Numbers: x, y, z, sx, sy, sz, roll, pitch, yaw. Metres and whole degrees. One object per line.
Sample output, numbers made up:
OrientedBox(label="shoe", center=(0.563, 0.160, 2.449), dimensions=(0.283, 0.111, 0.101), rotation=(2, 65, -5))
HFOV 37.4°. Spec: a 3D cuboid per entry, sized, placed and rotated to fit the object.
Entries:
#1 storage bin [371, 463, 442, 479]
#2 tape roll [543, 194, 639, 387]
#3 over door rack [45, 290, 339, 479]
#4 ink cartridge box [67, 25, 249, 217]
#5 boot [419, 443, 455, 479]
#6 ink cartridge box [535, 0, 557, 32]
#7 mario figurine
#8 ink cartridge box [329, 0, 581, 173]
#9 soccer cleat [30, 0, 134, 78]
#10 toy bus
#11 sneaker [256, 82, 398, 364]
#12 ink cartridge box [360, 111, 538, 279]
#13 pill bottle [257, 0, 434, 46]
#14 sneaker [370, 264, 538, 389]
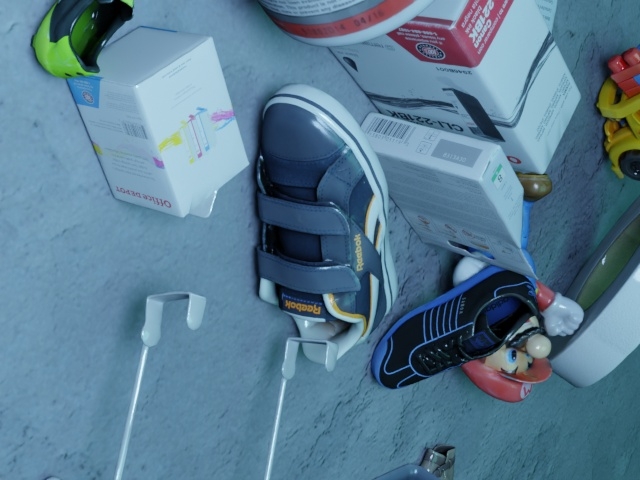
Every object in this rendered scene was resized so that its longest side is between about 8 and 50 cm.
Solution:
OrientedBox(label="storage bin", center=(0.113, 0.380, 1.286), dimensions=(0.135, 0.098, 0.091), rotation=(-10, 121, -49))
OrientedBox(label="tape roll", center=(0.472, 0.051, 1.447), dimensions=(0.392, 0.072, 0.392), rotation=(-55, 175, -8))
OrientedBox(label="over door rack", center=(-0.130, 0.216, 0.902), dimensions=(0.239, 0.108, 0.324), rotation=(25, 83, -53))
OrientedBox(label="ink cartridge box", center=(-0.133, -0.094, 0.801), dimensions=(0.090, 0.092, 0.143), rotation=(-43, 134, -34))
OrientedBox(label="boot", center=(0.184, 0.345, 1.395), dimensions=(0.118, 0.042, 0.087), rotation=(10, 93, -53))
OrientedBox(label="ink cartridge box", center=(0.241, -0.326, 1.218), dimensions=(0.223, 0.045, 0.224), rotation=(-6, 108, -50))
OrientedBox(label="mario figurine", center=(0.273, 0.072, 1.288), dimensions=(0.170, 0.198, 0.321), rotation=(-89, 175, -75))
OrientedBox(label="ink cartridge box", center=(0.135, -0.198, 1.010), dimensions=(0.273, 0.197, 0.114), rotation=(41, 72, -49))
OrientedBox(label="soccer cleat", center=(-0.165, -0.208, 0.734), dimensions=(0.060, 0.072, 0.179), rotation=(24, 84, -52))
OrientedBox(label="toy bus", center=(0.523, -0.222, 1.520), dimensions=(0.211, 0.220, 0.149), rotation=(37, 57, -19))
OrientedBox(label="sneaker", center=(0.000, 0.000, 0.972), dimensions=(0.127, 0.126, 0.321), rotation=(-52, 139, -34))
OrientedBox(label="ink cartridge box", center=(0.159, -0.050, 1.106), dimensions=(0.056, 0.181, 0.225), rotation=(-59, 140, -13))
OrientedBox(label="pill bottle", center=(-0.033, -0.341, 0.738), dimensions=(0.210, 0.210, 0.363), rotation=(-61, 141, -16))
OrientedBox(label="sneaker", center=(0.164, 0.118, 1.169), dimensions=(0.232, 0.090, 0.081), rotation=(-39, 114, 9))
